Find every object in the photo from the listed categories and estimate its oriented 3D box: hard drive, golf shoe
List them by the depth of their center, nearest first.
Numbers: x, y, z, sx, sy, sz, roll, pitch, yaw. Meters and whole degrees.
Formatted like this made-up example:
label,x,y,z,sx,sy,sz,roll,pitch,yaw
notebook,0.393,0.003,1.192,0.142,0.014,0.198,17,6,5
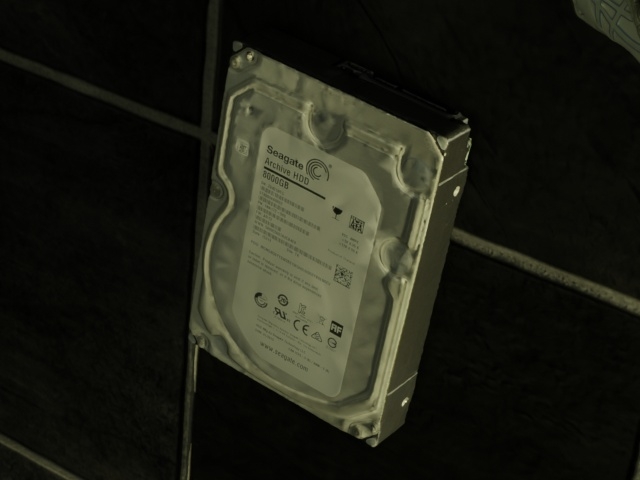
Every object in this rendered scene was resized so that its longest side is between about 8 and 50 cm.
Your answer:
label,x,y,z,sx,sy,sz,roll,pitch,yaw
golf shoe,0.237,-0.179,1.225,0.176,0.069,0.086,61,152,2
hard drive,0.000,0.000,1.479,0.237,0.064,0.339,28,124,24
